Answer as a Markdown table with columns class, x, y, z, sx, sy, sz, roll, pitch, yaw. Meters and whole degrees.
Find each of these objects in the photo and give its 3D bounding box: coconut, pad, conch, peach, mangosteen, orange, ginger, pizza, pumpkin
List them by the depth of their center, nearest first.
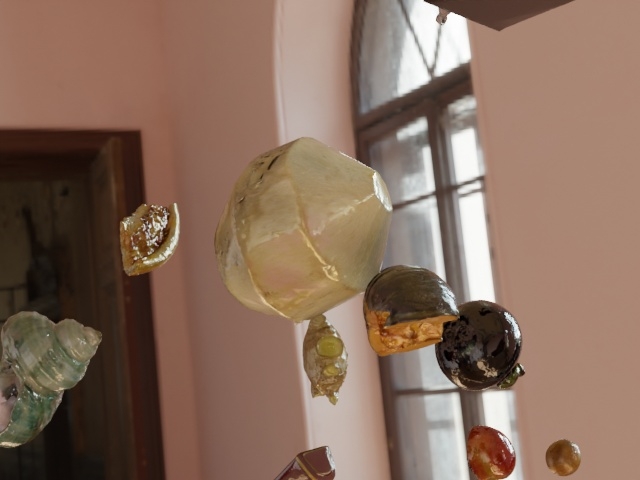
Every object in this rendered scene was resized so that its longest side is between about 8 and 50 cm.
| class | x | y | z | sx | sy | sz | roll | pitch | yaw |
| --- | --- | --- | --- | --- | --- | --- | --- | --- | --- |
| pumpkin | 0.118 | 0.086 | 1.340 | 0.119 | 0.107 | 0.183 | -3 | -19 | -10 |
| peach | 0.278 | 0.337 | 1.561 | 0.098 | 0.098 | 0.061 | 1 | -20 | -46 |
| conch | -0.505 | 0.230 | 1.721 | 0.277 | 0.195 | 0.220 | -31 | 24 | -2 |
| coconut | -0.028 | -0.025 | 1.854 | 0.352 | 0.352 | 0.352 | -6 | -7 | -1 |
| pizza | -0.383 | -0.012 | 2.216 | 0.056 | 0.134 | 0.271 | -25 | 13 | 29 |
| ginger | 0.010 | 0.276 | 2.230 | 0.102 | 0.216 | 0.157 | -2 | -33 | -12 |
| orange | 0.554 | 0.495 | 2.236 | 0.085 | 0.085 | 0.085 | -6 | -7 | -1 |
| pad | 0.430 | -0.557 | 2.239 | 0.247 | 0.007 | 0.367 | -18 | -11 | 37 |
| mangosteen | 0.377 | 0.244 | 2.281 | 0.216 | 0.216 | 0.216 | -6 | -7 | -1 |

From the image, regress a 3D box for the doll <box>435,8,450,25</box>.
| class | x | y | z | sx | sy | sz | roll | pitch | yaw |
| --- | --- | --- | --- | --- | --- | --- | --- | --- | --- |
| doll | 0.346 | -0.653 | 2.223 | 0.160 | 0.094 | 0.365 | -28 | -31 | -49 |

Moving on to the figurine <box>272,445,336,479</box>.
| class | x | y | z | sx | sy | sz | roll | pitch | yaw |
| --- | --- | --- | --- | --- | --- | --- | --- | --- | --- |
| figurine | -0.026 | 0.480 | 1.913 | 0.082 | 0.098 | 0.154 | -11 | -33 | -43 |
